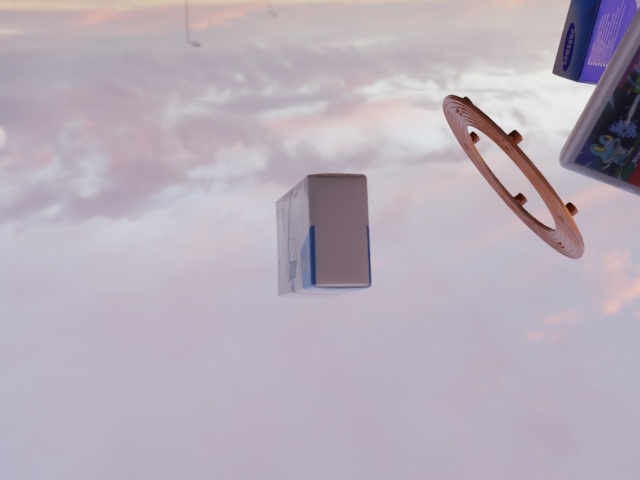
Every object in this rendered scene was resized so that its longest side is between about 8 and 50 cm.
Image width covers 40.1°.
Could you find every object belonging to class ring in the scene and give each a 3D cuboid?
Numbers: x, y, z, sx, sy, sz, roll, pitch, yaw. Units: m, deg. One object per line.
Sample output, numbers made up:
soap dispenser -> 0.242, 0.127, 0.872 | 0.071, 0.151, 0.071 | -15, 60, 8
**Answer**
ring -> 0.315, -0.107, 1.418 | 0.032, 0.336, 0.336 | -40, -158, 1

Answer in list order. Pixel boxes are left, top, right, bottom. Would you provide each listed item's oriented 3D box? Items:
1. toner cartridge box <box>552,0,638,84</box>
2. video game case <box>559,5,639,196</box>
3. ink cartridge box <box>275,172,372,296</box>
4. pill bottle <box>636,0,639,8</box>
toner cartridge box -> 0.526, -0.443, 1.515 | 0.165, 0.347, 0.075 | 1, -159, -28
video game case -> 0.281, -0.100, 0.559 | 0.183, 0.201, 0.023 | 21, -144, -1
ink cartridge box -> 0.000, 0.000, 1.133 | 0.082, 0.139, 0.191 | 0, 172, -16
pill bottle -> 0.454, -0.211, 0.917 | 0.169, 0.169, 0.301 | -1, -135, -2
